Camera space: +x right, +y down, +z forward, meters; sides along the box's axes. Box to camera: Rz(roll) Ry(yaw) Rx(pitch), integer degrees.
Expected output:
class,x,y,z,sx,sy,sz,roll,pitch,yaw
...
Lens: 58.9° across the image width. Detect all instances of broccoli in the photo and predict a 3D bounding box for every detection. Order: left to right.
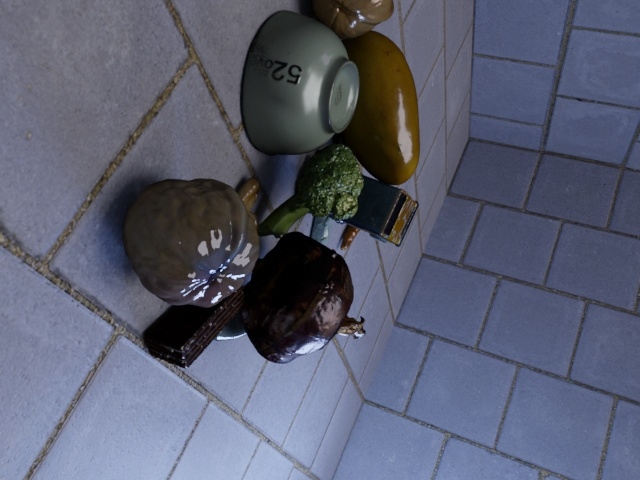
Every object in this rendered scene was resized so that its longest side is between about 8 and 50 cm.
class,x,y,z,sx,sy,sz,roll,pitch,yaw
broccoli,0.003,-0.104,1.453,0.302,0.186,0.254,-57,-170,-19

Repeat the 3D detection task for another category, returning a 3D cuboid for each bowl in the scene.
class,x,y,z,sx,sy,sz,roll,pitch,yaw
bowl,-0.023,-0.366,1.390,0.354,0.185,0.353,-49,148,-46

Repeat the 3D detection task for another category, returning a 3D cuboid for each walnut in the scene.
class,x,y,z,sx,sy,sz,roll,pitch,yaw
walnut,-0.242,-0.002,1.059,0.248,0.249,0.248,-49,148,-47
walnut,0.086,-0.631,1.439,0.261,0.225,0.224,-59,155,-44

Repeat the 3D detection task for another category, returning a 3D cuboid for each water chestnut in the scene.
class,x,y,z,sx,sy,sz,roll,pitch,yaw
water chestnut,-0.032,0.168,1.458,0.347,0.335,0.335,40,58,-18

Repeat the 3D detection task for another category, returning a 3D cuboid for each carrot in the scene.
class,x,y,z,sx,sy,sz,roll,pitch,yaw
carrot,0.127,-0.039,2.173,0.209,0.061,0.061,-56,153,-31

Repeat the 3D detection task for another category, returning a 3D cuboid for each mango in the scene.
class,x,y,z,sx,sy,sz,roll,pitch,yaw
mango,0.161,-0.373,1.624,0.445,0.232,0.300,70,-16,-5

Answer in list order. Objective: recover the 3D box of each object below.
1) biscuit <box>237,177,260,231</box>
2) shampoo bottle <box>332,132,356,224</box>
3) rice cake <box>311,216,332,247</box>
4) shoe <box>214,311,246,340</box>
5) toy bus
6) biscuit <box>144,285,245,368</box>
class,x,y,z,sx,sy,sz,roll,pitch,yaw
biscuit,-0.210,-0.046,1.348,0.208,0.047,0.164,-44,143,-52
shampoo bottle,0.080,-0.214,1.883,0.129,0.084,0.322,-74,165,-52
rice cake,0.000,0.000,1.880,0.066,0.063,0.335,-38,138,-71
shoe,-0.211,0.211,1.491,0.195,0.078,0.079,-29,132,-66
toy bus,0.103,-0.118,1.681,0.161,0.324,0.194,-66,157,0
biscuit,-0.273,0.170,1.269,0.252,0.106,0.070,-51,147,-47
